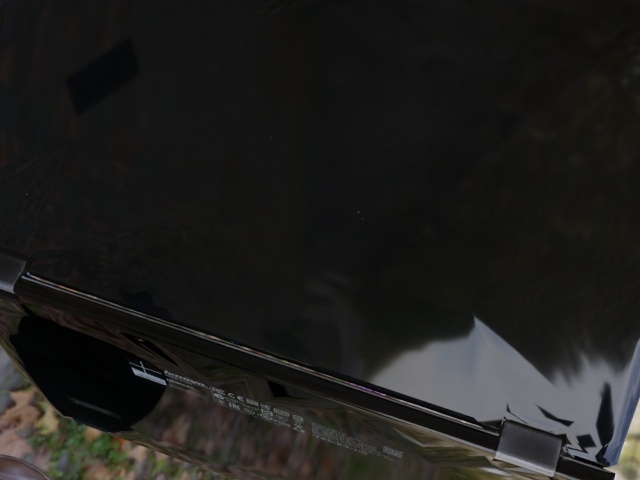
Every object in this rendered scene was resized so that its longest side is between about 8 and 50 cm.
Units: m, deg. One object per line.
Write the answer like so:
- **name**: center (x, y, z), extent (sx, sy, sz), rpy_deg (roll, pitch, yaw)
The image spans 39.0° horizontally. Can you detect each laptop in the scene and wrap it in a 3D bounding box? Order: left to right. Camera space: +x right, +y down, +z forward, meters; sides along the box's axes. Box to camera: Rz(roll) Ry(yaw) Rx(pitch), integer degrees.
- **laptop**: center (0.000, 0.000, 0.564), extent (0.408, 0.382, 0.236), rpy_deg (88, 22, -60)

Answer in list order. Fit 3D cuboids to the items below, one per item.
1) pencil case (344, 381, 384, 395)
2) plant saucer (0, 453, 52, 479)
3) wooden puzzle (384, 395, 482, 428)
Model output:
- **pencil case**: center (0.032, -0.009, 0.778), extent (0.124, 0.124, 0.284), rpy_deg (73, 0, -51)
- **plant saucer**: center (-0.297, 0.276, 0.804), extent (0.168, 0.029, 0.168), rpy_deg (27, 49, -37)
- **wooden puzzle**: center (0.154, 0.297, 1.069), extent (0.348, 0.080, 0.322), rpy_deg (-14, 112, -18)
